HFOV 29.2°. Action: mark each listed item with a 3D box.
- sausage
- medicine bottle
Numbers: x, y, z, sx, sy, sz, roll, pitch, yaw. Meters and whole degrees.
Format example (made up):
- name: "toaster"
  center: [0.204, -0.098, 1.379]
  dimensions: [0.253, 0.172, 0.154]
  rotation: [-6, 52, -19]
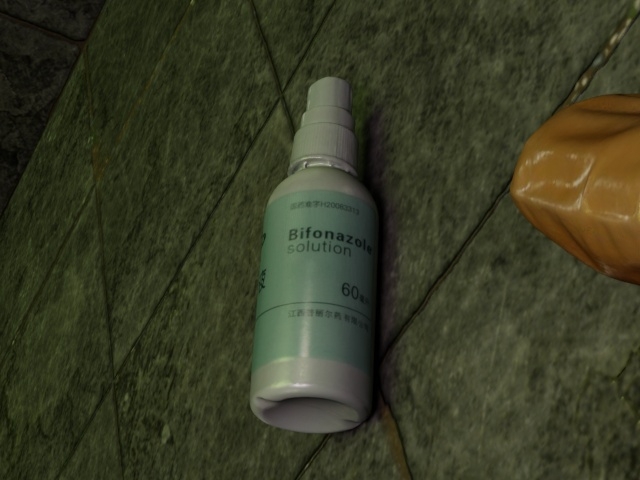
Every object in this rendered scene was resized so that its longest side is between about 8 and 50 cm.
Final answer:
- name: "sausage"
  center: [0.212, -0.030, 0.742]
  dimensions: [0.241, 0.136, 0.120]
  rotation: [-160, 83, -69]
- name: "medicine bottle"
  center: [0.000, 0.000, 1.156]
  dimensions: [0.110, 0.110, 0.352]
  rotation: [-37, 42, 49]
